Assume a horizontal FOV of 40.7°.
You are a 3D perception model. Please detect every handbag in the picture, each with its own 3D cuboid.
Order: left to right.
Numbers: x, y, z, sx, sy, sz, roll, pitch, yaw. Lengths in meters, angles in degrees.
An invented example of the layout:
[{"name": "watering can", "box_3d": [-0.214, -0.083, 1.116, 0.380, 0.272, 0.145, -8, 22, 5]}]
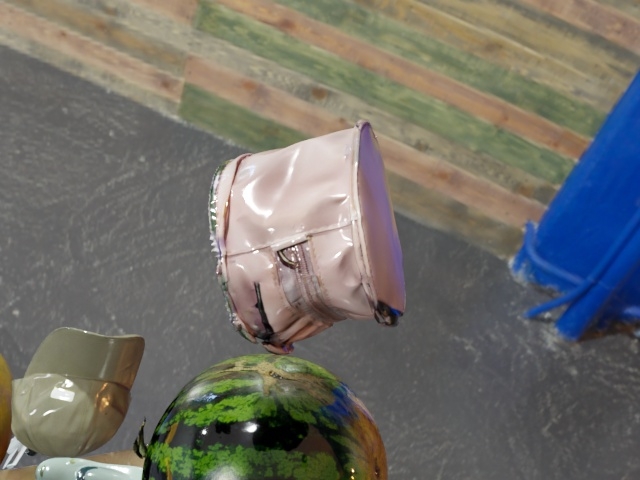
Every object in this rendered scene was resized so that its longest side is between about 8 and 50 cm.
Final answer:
[{"name": "handbag", "box_3d": [-0.002, 0.000, 0.714, 0.116, 0.205, 0.179, -9, 78, 13]}]

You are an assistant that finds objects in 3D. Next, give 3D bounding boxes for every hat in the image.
[{"name": "hat", "box_3d": [-0.311, 0.203, 1.134, 0.166, 0.173, 0.144, 10, 61, -25]}]

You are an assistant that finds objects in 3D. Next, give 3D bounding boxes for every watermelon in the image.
[{"name": "watermelon", "box_3d": [-0.054, 0.243, 0.874, 0.269, 0.269, 0.269, 12, 42, -12]}]

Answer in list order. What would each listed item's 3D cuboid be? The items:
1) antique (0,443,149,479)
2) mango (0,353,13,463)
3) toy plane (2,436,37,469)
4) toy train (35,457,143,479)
[{"name": "antique", "box_3d": [-0.422, 0.434, 1.503, 0.310, 0.093, 0.087, -9, 52, -1]}, {"name": "mango", "box_3d": [-0.547, 0.250, 1.247, 0.211, 0.173, 0.317, -23, 32, -4]}, {"name": "toy plane", "box_3d": [-0.572, 0.379, 1.720, 0.065, 0.171, 0.162, 46, 17, -25]}, {"name": "toy train", "box_3d": [-0.228, 0.306, 1.054, 0.234, 0.051, 0.052, 23, 46, -23]}]
